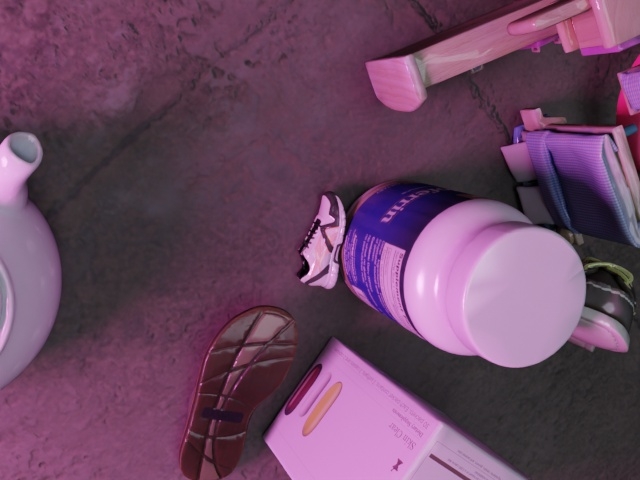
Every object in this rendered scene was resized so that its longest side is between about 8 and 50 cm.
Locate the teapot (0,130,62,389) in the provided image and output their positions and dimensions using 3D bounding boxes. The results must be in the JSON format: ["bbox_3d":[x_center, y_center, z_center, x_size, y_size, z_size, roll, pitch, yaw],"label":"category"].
[{"bbox_3d":[-0.341,0.050,0.651,0.252,0.187,0.256,-12,105,-18],"label":"teapot"}]

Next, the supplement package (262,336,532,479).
[{"bbox_3d":[0.089,0.243,0.810,0.204,0.262,0.145,37,85,-22],"label":"supplement package"}]

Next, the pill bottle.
[{"bbox_3d":[0.130,0.027,0.782,0.153,0.264,0.153,-4,102,-20],"label":"pill bottle"}]

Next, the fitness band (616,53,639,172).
[{"bbox_3d":[0.476,-0.194,0.947,0.290,0.054,0.209,-31,132,-13],"label":"fitness band"}]

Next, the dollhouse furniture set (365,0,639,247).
[{"bbox_3d":[0.217,-0.078,0.791,0.198,0.286,0.304,-24,105,-7],"label":"dollhouse furniture set"}]

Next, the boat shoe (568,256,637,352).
[{"bbox_3d":[0.291,0.064,0.855,0.109,0.305,0.091,27,89,15],"label":"boat shoe"}]

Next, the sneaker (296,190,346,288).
[{"bbox_3d":[0.000,0.000,0.850,0.043,0.040,0.109,4,99,-19],"label":"sneaker"}]

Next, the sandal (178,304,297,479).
[{"bbox_3d":[-0.095,0.160,0.840,0.089,0.060,0.219,15,109,-17],"label":"sandal"}]
